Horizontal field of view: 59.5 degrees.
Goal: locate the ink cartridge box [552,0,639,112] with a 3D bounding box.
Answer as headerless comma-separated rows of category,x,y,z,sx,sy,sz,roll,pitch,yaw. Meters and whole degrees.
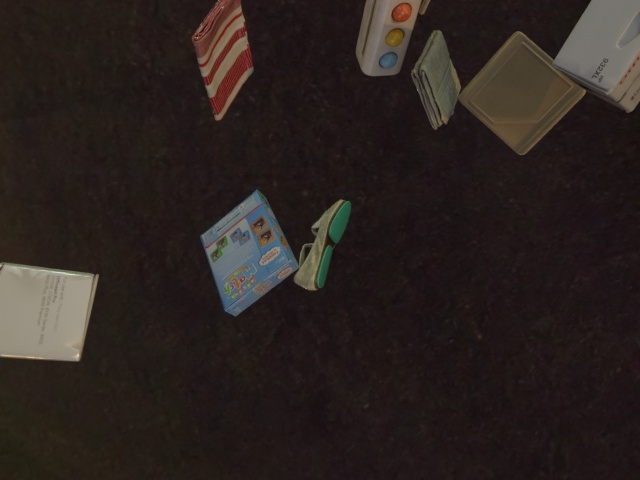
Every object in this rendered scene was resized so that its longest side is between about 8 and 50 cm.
ink cartridge box,0.613,-0.399,1.120,0.129,0.307,0.223,39,115,26

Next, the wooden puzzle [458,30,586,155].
wooden puzzle,0.510,-0.374,1.436,0.239,0.044,0.221,47,113,13

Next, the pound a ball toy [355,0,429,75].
pound a ball toy,0.237,-0.623,1.580,0.319,0.208,0.136,104,154,-56

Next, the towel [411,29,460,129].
towel,0.327,-0.448,1.551,0.049,0.282,0.187,-8,127,31

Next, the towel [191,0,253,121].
towel,-0.272,-0.530,1.621,0.037,0.237,0.329,20,155,11

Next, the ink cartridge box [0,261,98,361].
ink cartridge box,-0.637,0.128,1.045,0.285,0.394,0.167,155,123,-65

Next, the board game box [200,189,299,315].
board game box,-0.145,0.020,1.099,0.160,0.039,0.212,-37,47,10

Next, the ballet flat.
ballet flat,0.000,0.000,0.915,0.052,0.057,0.168,12,66,24
